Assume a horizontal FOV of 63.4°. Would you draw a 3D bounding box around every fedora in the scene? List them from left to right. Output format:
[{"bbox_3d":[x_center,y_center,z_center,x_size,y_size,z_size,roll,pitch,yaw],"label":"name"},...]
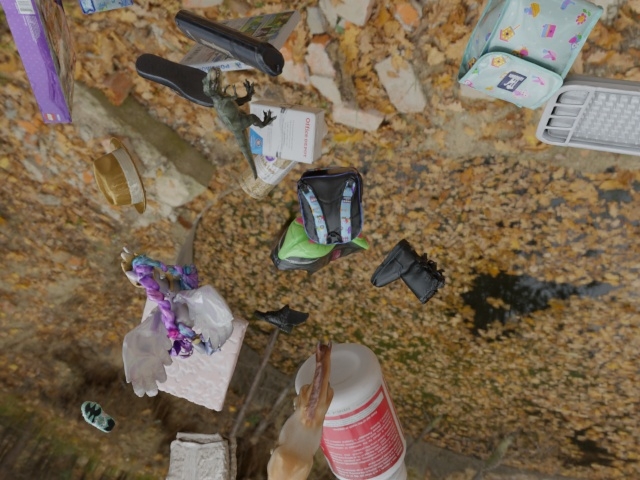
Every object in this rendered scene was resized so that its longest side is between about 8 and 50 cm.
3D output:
[{"bbox_3d":[-0.483,-0.144,1.232,0.194,0.079,0.194,37,139,40],"label":"fedora"}]

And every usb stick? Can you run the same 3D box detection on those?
[{"bbox_3d":[-0.172,-0.366,0.951,0.278,0.045,0.077,34,-174,34],"label":"usb stick"}]

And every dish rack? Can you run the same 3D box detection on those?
[{"bbox_3d":[0.741,-0.320,1.308,0.333,0.072,0.285,12,164,16],"label":"dish rack"}]

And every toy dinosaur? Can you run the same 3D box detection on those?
[{"bbox_3d":[-0.166,-0.270,1.121,0.064,0.118,0.268,18,146,40],"label":"toy dinosaur"}]

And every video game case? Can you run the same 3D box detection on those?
[{"bbox_3d":[-0.244,-0.607,1.586,0.300,0.329,0.036,1,134,20],"label":"video game case"}]

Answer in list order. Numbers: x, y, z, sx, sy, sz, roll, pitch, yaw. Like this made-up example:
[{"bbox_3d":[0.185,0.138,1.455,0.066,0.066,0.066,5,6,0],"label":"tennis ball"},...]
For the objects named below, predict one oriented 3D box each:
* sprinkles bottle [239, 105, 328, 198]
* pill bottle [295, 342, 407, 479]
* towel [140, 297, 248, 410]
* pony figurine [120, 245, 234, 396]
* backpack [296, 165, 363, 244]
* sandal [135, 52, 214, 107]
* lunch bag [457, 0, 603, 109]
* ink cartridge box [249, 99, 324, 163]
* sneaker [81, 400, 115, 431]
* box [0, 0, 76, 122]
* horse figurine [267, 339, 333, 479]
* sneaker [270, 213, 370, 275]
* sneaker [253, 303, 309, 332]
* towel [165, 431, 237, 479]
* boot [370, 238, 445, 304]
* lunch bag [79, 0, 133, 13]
[{"bbox_3d":[-0.128,-0.281,1.708,0.121,0.121,0.355,35,128,-19],"label":"sprinkles bottle"},{"bbox_3d":[0.100,0.502,1.406,0.229,0.229,0.407,-5,117,33],"label":"pill bottle"},{"bbox_3d":[-0.416,0.339,1.628,0.332,0.053,0.316,18,100,9],"label":"towel"},{"bbox_3d":[-0.372,0.196,1.361,0.303,0.351,0.363,-32,157,0],"label":"pony figurine"},{"bbox_3d":[0.029,-0.084,1.251,0.158,0.117,0.173,-7,109,6],"label":"backpack"},{"bbox_3d":[-0.392,-0.448,1.457,0.255,0.097,0.054,27,157,3],"label":"sandal"},{"bbox_3d":[0.469,-0.451,1.204,0.224,0.160,0.262,15,122,-10],"label":"lunch bag"},{"bbox_3d":[-0.093,-0.300,1.421,0.191,0.082,0.139,13,116,15],"label":"ink cartridge box"},{"bbox_3d":[-0.482,0.364,1.087,0.069,0.038,0.098,7,135,32],"label":"sneaker"},{"bbox_3d":[-0.529,-0.400,0.989,0.057,0.200,0.293,-4,148,-14],"label":"box"},{"bbox_3d":[-0.035,0.281,0.749,0.066,0.263,0.174,26,162,0],"label":"horse figurine"},{"bbox_3d":[0.000,0.000,1.674,0.202,0.483,0.185,-37,74,27],"label":"sneaker"},{"bbox_3d":[-0.130,0.244,1.718,0.170,0.089,0.051,27,175,-4],"label":"sneaker"},{"bbox_3d":[-0.240,0.533,1.043,0.187,0.282,0.049,-16,161,38],"label":"towel"},{"bbox_3d":[0.146,0.066,0.871,0.099,0.045,0.121,47,131,19],"label":"boot"},{"bbox_3d":[-0.627,-0.734,1.471,0.096,0.129,0.151,17,128,41],"label":"lunch bag"}]
